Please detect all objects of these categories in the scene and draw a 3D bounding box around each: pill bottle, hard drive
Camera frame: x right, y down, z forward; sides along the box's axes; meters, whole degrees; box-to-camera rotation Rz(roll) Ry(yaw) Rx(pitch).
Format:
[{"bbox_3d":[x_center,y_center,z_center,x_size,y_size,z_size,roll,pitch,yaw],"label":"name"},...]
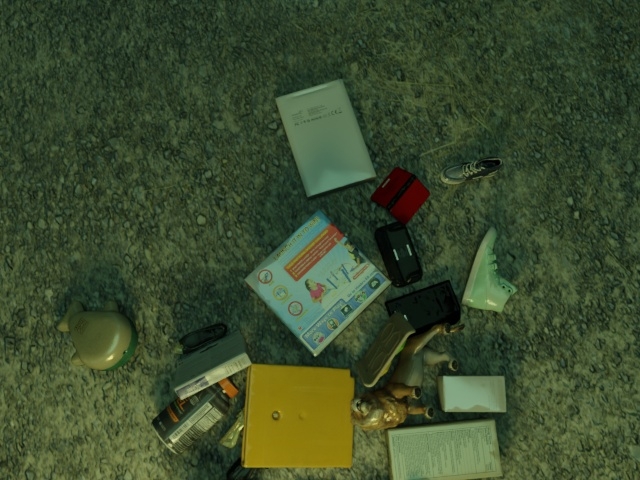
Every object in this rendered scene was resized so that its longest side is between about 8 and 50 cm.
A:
[{"bbox_3d":[-0.353,0.486,1.854,0.245,0.130,0.130,-42,81,-9],"label":"pill bottle"},{"bbox_3d":[0.016,-0.330,2.079,0.232,0.047,0.353,-17,78,-4],"label":"hard drive"}]

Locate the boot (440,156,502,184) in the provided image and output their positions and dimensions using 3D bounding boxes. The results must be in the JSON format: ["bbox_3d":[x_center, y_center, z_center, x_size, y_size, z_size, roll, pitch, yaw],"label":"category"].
[{"bbox_3d":[0.479,-0.230,2.039,0.189,0.086,0.069,-12,78,-3],"label":"boot"}]

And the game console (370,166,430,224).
[{"bbox_3d":[0.255,-0.143,2.056,0.124,0.085,0.144,32,77,38],"label":"game console"}]

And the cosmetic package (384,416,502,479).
[{"bbox_3d":[0.347,0.603,1.841,0.309,0.113,0.160,-4,78,-2],"label":"cosmetic package"}]

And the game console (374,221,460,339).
[{"bbox_3d":[0.283,0.113,1.985,0.213,0.044,0.362,-18,80,-4],"label":"game console"}]

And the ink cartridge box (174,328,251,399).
[{"bbox_3d":[-0.312,0.354,1.853,0.223,0.224,0.045,-26,104,-5],"label":"ink cartridge box"}]

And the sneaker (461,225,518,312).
[{"bbox_3d":[0.537,0.093,1.963,0.151,0.094,0.256,17,88,9],"label":"sneaker"}]

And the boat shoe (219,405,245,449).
[{"bbox_3d":[-0.244,0.533,1.883,0.048,0.056,0.153,25,86,0],"label":"boat shoe"}]

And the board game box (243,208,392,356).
[{"bbox_3d":[-0.008,0.124,1.865,0.308,0.086,0.302,-43,81,-8],"label":"board game box"}]

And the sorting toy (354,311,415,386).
[{"bbox_3d":[0.188,0.314,1.849,0.038,0.193,0.208,38,94,-10],"label":"sorting toy"}]

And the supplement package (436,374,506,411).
[{"bbox_3d":[0.440,0.448,1.880,0.179,0.105,0.105,0,78,-1],"label":"supplement package"}]

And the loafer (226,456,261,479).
[{"bbox_3d":[-0.174,0.627,1.857,0.223,0.076,0.078,-46,101,-14],"label":"loafer"}]

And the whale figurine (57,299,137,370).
[{"bbox_3d":[-0.660,0.281,1.914,0.271,0.141,0.216,22,77,29],"label":"whale figurine"}]

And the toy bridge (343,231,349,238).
[{"bbox_3d":[0.000,0.000,2.016,0.188,0.026,0.063,-16,77,-4],"label":"toy bridge"}]

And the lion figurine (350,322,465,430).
[{"bbox_3d":[0.254,0.391,1.863,0.142,0.240,0.392,52,57,-15],"label":"lion figurine"}]

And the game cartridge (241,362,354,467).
[{"bbox_3d":[-0.060,0.505,1.849,0.323,0.052,0.286,8,76,-19],"label":"game cartridge"}]

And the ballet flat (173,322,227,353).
[{"bbox_3d":[-0.364,0.292,1.937,0.173,0.049,0.058,-25,78,-6],"label":"ballet flat"}]
